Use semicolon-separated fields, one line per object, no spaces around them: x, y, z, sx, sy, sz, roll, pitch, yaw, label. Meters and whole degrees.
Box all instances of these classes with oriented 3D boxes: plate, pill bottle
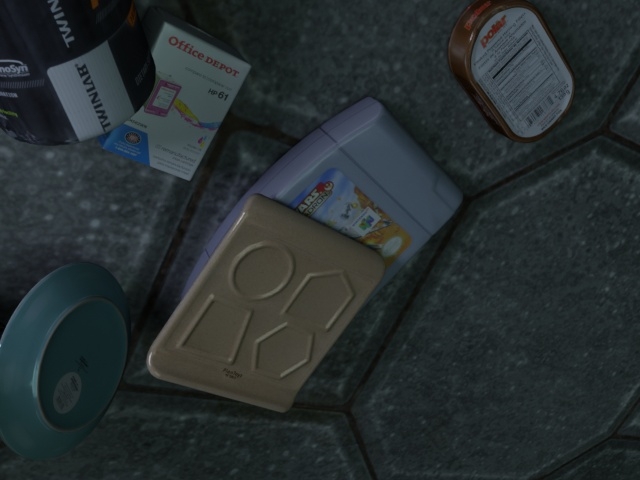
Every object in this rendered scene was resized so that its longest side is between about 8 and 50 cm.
-0.229;0.114;0.690;0.188;0.024;0.188;10;90;-70;plate
-0.202;-0.191;0.483;0.130;0.130;0.246;-24;142;-12;pill bottle

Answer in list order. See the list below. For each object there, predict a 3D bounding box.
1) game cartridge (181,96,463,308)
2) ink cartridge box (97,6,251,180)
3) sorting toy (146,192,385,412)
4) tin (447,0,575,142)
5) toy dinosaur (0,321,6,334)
0.000;0.000;0.798;0.297;0.062;0.198;-47;133;7;game cartridge
-0.131;-0.127;0.645;0.088;0.052;0.122;20;108;-35;ink cartridge box
-0.053;0.070;0.762;0.193;0.038;0.208;26;102;-37;sorting toy
0.213;-0.184;0.800;0.106;0.040;0.189;-48;129;2;tin
-0.340;0.117;0.570;0.164;0.218;0.322;-5;106;-17;toy dinosaur
